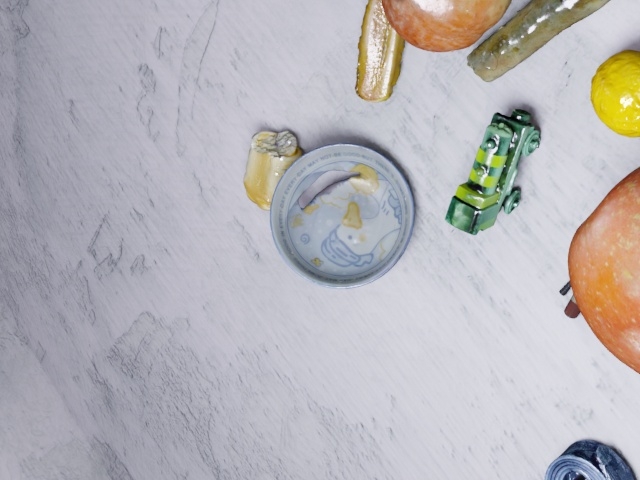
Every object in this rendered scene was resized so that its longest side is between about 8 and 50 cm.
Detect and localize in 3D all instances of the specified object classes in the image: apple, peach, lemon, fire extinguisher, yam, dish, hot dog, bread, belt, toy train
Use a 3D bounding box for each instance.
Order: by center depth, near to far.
[{"bbox_3d":[0.491,0.027,0.944,0.277,0.348,0.348,56,132,21],"label":"apple"},{"bbox_3d":[0.442,-0.204,1.048,0.155,0.114,0.114,-98,25,-53],"label":"lemon"},{"bbox_3d":[0.352,-0.343,1.126,0.317,0.071,0.067,-35,44,43],"label":"yam"},{"bbox_3d":[0.186,-0.396,1.147,0.232,0.232,0.233,15,113,37],"label":"peach"},{"bbox_3d":[0.284,-0.113,1.218,0.083,0.132,0.200,29,123,30],"label":"toy train"},{"bbox_3d":[0.426,0.078,1.233,0.046,0.032,0.100,-113,34,-52],"label":"fire extinguisher"},{"bbox_3d":[0.463,0.435,1.278,0.141,0.082,0.190,-1,104,44],"label":"belt"},{"bbox_3d":[0.117,-0.389,1.317,0.083,0.068,0.289,14,111,12],"label":"hot dog"},{"bbox_3d":[0.046,-0.042,1.448,0.273,0.134,0.274,-1,85,7],"label":"dish"},{"bbox_3d":[-0.102,-0.150,1.573,0.119,0.084,0.177,38,126,27],"label":"bread"}]
